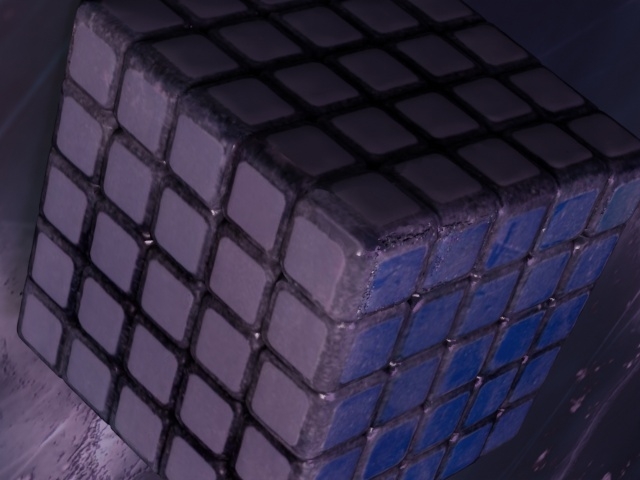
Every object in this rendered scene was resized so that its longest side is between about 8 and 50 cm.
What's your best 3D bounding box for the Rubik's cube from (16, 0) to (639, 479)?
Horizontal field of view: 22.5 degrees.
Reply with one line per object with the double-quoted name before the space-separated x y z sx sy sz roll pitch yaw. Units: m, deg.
"Rubik's cube" 0.000 0.000 0.897 0.237 0.238 0.237 -20 140 -43
